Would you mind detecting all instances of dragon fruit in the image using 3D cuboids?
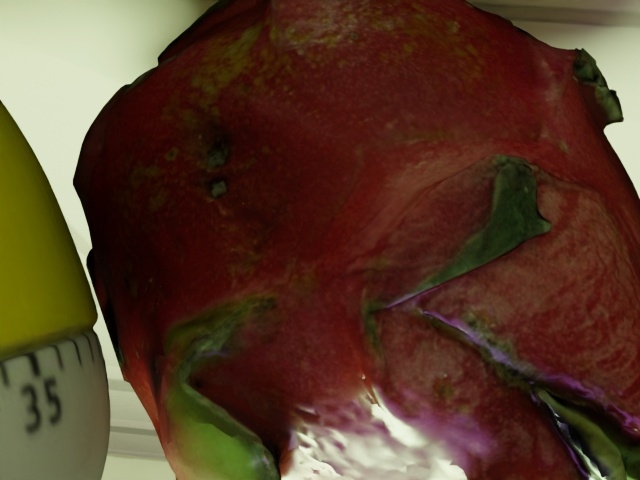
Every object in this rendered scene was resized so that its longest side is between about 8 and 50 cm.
[{"bbox_3d":[0.012,0.018,0.450,0.200,0.198,0.269,50,160,3],"label":"dragon fruit"}]

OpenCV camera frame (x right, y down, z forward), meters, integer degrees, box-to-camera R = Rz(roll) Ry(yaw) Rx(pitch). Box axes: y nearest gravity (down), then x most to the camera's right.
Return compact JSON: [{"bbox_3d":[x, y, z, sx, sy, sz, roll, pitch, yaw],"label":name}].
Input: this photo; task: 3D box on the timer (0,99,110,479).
[{"bbox_3d":[-0.208,-0.003,0.381,0.285,0.285,0.285,6,165,2],"label":"timer"}]
